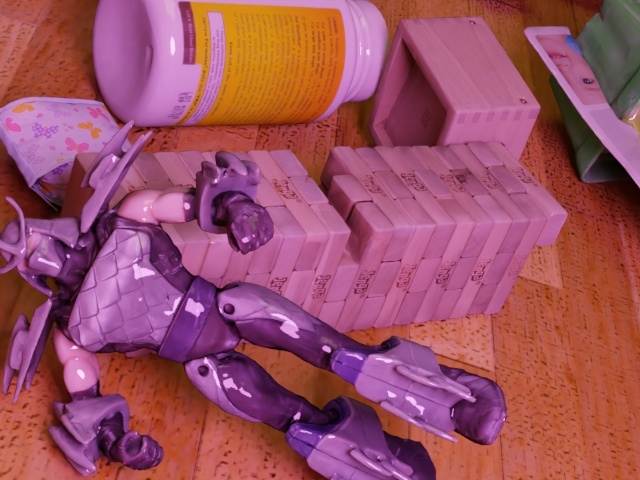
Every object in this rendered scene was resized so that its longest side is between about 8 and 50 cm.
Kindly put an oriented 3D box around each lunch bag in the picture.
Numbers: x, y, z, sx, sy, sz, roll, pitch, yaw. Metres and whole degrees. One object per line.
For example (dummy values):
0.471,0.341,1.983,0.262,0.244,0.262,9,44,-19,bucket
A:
-0.171,-0.057,0.921,0.083,0.053,0.071,0,41,-46,lunch bag

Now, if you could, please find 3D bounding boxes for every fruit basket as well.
0.376,-0.068,1.173,0.327,0.165,0.353,-6,46,-37,fruit basket

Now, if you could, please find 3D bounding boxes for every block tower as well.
0.000,0.000,0.910,0.335,0.097,0.091,-5,43,-34,block tower

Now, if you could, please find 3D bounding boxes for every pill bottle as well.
-0.055,-0.146,1.056,0.215,0.117,0.117,-5,42,-36,pill bottle

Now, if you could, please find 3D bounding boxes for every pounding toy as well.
0.104,-0.091,1.081,0.100,0.141,0.130,-6,48,-22,pounding toy

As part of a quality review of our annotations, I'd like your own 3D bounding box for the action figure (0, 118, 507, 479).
-0.050,0.052,0.743,0.285,0.185,0.099,26,18,-9,action figure
